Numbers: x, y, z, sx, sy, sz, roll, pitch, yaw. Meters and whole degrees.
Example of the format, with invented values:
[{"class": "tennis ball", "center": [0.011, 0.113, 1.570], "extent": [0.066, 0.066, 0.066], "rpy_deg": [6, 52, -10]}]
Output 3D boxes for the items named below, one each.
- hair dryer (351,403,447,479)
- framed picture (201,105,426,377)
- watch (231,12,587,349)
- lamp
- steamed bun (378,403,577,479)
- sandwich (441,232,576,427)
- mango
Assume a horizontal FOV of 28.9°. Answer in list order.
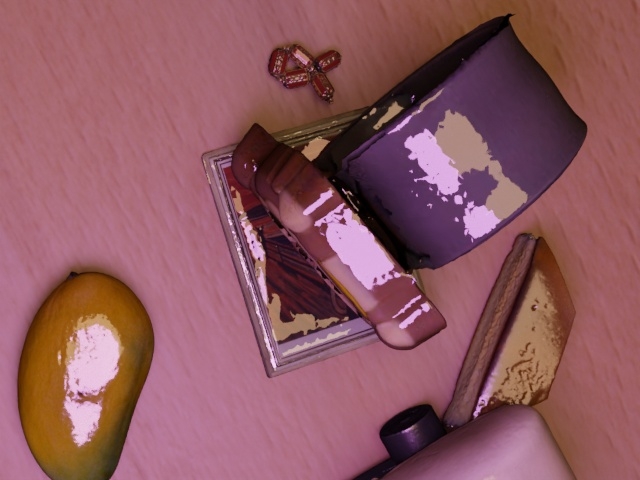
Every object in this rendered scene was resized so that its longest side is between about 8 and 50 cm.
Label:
[{"class": "hair dryer", "center": [0.063, 0.294, 1.439], "extent": [0.219, 0.071, 0.124], "rpy_deg": [-28, 96, -6]}, {"class": "framed picture", "center": [0.000, 0.000, 1.451], "extent": [0.216, 0.016, 0.273], "rpy_deg": [-18, 93, -13]}, {"class": "watch", "center": [0.119, -0.075, 1.305], "extent": [0.327, 0.335, 0.314], "rpy_deg": [-41, 98, -2]}, {"class": "lamp", "center": [-0.020, -0.196, 1.444], "extent": [0.083, 0.031, 0.063], "rpy_deg": [11, 85, -10]}, {"class": "steamed bun", "center": [0.163, 0.292, 1.335], "extent": [0.241, 0.164, 0.146], "rpy_deg": [-30, 99, -5]}, {"class": "sandwich", "center": [0.235, 0.120, 1.467], "extent": [0.096, 0.094, 0.258], "rpy_deg": [22, 85, -8]}, {"class": "mango", "center": [-0.261, 0.152, 1.346], "extent": [0.137, 0.091, 0.238], "rpy_deg": [18, 84, -7]}]
